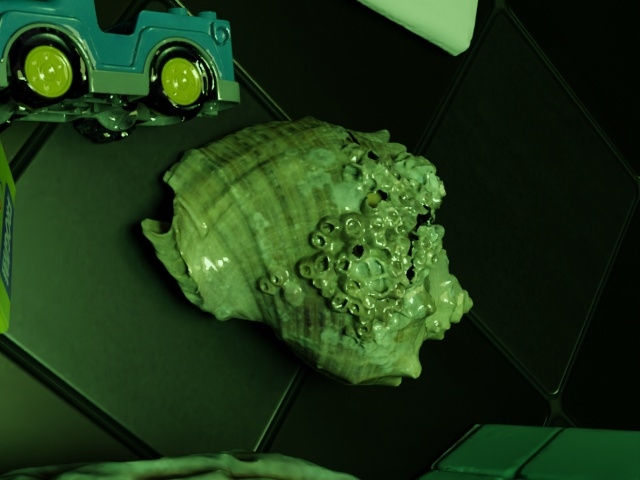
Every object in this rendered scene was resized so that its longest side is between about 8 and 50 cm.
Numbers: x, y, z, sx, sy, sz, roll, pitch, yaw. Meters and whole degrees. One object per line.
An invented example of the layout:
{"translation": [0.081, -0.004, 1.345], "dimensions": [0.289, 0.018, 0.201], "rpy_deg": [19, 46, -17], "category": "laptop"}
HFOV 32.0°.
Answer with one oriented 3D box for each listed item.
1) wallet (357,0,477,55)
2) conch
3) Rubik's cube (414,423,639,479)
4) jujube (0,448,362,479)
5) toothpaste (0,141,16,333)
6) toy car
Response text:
{"translation": [0.055, -0.218, 0.861], "dimensions": [0.190, 0.033, 0.095], "rpy_deg": [22, 70, -37], "category": "wallet"}
{"translation": [0.000, 0.000, 0.746], "dimensions": [0.245, 0.163, 0.178], "rpy_deg": [12, 43, -22], "category": "conch"}
{"translation": [0.161, 0.278, 0.768], "dimensions": [0.224, 0.231, 0.221], "rpy_deg": [-31, 104, -36], "category": "Rubik's cube"}
{"translation": [-0.075, 0.214, 0.575], "dimensions": [0.317, 0.226, 0.226], "rpy_deg": [3, 83, -26], "category": "jujube"}
{"translation": [-0.201, -0.102, 0.448], "dimensions": [0.077, 0.110, 0.327], "rpy_deg": [-11, 132, -5], "category": "toothpaste"}
{"translation": [-0.139, -0.112, 0.640], "dimensions": [0.191, 0.097, 0.100], "rpy_deg": [-3, 87, -41], "category": "toy car"}
